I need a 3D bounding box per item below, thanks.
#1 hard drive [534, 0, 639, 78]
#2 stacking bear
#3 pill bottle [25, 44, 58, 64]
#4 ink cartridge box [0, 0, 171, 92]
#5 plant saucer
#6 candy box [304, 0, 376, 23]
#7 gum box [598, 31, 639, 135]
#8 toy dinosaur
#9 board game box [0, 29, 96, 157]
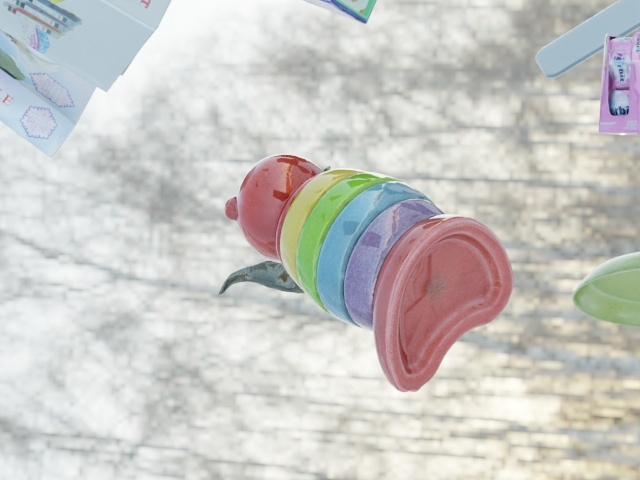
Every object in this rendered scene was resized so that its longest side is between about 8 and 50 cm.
[{"bbox_3d":[0.468,-0.337,2.194,0.353,0.233,0.047,-31,-90,-52],"label":"hard drive"},{"bbox_3d":[0.026,0.000,1.600,0.175,0.289,0.164,-41,-45,-22],"label":"stacking bear"},{"bbox_3d":[-0.315,-0.279,1.983,0.208,0.117,0.118,-43,-46,-81],"label":"pill bottle"},{"bbox_3d":[-0.206,-0.236,1.305,0.127,0.176,0.128,-36,27,57],"label":"ink cartridge box"},{"bbox_3d":[0.441,0.059,1.992,0.241,0.241,0.037,53,-142,-64],"label":"plant saucer"},{"bbox_3d":[-0.002,-0.494,2.149,0.122,0.268,0.317,16,-81,-60],"label":"candy box"},{"bbox_3d":[0.385,-0.165,1.713,0.188,0.062,0.107,1,-87,-36],"label":"gum box"},{"bbox_3d":[0.000,0.000,2.237,0.313,0.160,0.121,-38,1,-25],"label":"toy dinosaur"},{"bbox_3d":[-0.449,-0.286,2.157,0.066,0.318,0.319,-48,15,21],"label":"board game box"}]
